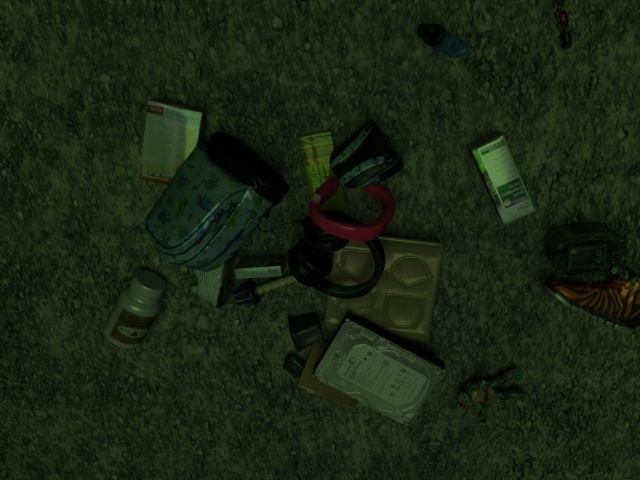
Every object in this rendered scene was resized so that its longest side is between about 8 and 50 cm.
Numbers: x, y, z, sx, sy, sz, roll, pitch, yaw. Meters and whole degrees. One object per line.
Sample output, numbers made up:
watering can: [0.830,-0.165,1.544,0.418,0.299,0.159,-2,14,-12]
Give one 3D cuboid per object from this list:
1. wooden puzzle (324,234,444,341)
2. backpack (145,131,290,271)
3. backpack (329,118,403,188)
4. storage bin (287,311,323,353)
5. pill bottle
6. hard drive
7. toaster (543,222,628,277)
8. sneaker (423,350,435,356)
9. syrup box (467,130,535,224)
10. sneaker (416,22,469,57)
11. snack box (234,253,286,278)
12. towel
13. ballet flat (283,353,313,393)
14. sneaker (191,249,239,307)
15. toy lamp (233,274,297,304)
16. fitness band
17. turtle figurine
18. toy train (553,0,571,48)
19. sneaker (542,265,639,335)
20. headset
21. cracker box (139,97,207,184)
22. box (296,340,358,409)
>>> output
wooden puzzle: [0.186,0.134,1.805,0.323,0.080,0.347,7,114,3]
backpack: [-0.305,-0.086,1.639,0.290,0.273,0.355,45,115,29]
backpack: [0.122,-0.217,1.642,0.173,0.117,0.158,-36,72,10]
storage bin: [-0.042,0.282,1.848,0.091,0.135,0.098,-19,107,1]
pill bottle: [-0.575,0.213,1.866,0.131,0.131,0.229,29,109,-5]
hard drive: [0.174,0.393,1.822,0.339,0.064,0.236,29,109,-2]
toaster: [0.727,0.026,1.678,0.227,0.146,0.129,-6,108,6]
sneaker: [0.309,0.449,1.903,0.106,0.078,0.234,30,110,-12]
syrup box: [0.500,-0.173,1.656,0.093,0.096,0.236,-25,104,12]
sneaker: [0.321,-0.519,1.556,0.152,0.084,0.058,28,109,-5]
snack box: [-0.179,0.077,1.800,0.141,0.100,0.037,-4,109,7]
towel: [0.006,-0.196,1.734,0.102,0.021,0.237,-8,109,13]
ballet flat: [-0.038,0.449,1.934,0.203,0.074,0.074,38,108,-2]
sneaker: [-0.323,0.057,1.806,0.130,0.111,0.296,19,105,16]
toy lamp: [-0.136,0.132,1.829,0.275,0.080,0.080,-22,106,10]
fitness band: [0.092,-0.094,1.621,0.209,0.291,0.054,25,124,13]
turtle figurine: [0.515,0.482,1.873,0.234,0.118,0.175,-18,122,-5]
toy train: [0.622,-0.572,1.537,0.027,0.036,0.158,-16,107,10]
sneaker: [0.814,0.138,1.736,0.321,0.124,0.180,22,106,-14]
headset: [0.000,0.000,1.695,0.394,0.185,0.243,29,125,2]
cracker box: [-0.423,-0.276,1.716,0.156,0.067,0.232,14,111,0]
box: [0.045,0.423,1.899,0.201,0.021,0.164,24,77,-4]
